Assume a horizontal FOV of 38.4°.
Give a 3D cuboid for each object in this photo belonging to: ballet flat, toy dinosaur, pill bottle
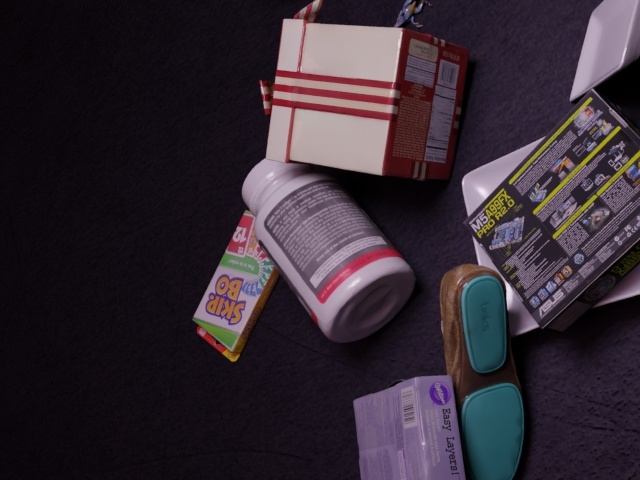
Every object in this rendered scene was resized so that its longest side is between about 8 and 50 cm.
[{"bbox_3d":[0.224,0.195,1.347,0.124,0.116,0.342,-150,48,-71],"label":"ballet flat"},{"bbox_3d":[0.154,-0.391,1.593,0.082,0.047,0.090,-42,26,31],"label":"toy dinosaur"},{"bbox_3d":[0.000,0.000,1.524,0.176,0.176,0.318,-49,58,18],"label":"pill bottle"}]

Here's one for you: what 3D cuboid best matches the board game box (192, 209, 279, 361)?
[{"bbox_3d":[-0.148,0.085,1.703,0.124,0.039,0.259,32,102,36],"label":"board game box"}]

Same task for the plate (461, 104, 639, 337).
[{"bbox_3d":[0.350,-0.019,1.338,0.278,0.045,0.277,-26,62,37],"label":"plate"}]

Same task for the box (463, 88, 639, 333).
[{"bbox_3d":[0.354,-0.039,1.267,0.270,0.060,0.216,-49,49,22],"label":"box"}]

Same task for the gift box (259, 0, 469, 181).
[{"bbox_3d":[0.073,-0.242,1.481,0.258,0.255,0.276,11,93,35],"label":"gift box"}]

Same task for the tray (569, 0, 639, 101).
[{"bbox_3d":[0.405,-0.278,1.268,0.030,0.270,0.145,13,90,2],"label":"tray"}]

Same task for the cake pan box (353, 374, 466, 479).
[{"bbox_3d":[0.129,0.338,1.354,0.246,0.070,0.267,138,128,-62],"label":"cake pan box"}]
